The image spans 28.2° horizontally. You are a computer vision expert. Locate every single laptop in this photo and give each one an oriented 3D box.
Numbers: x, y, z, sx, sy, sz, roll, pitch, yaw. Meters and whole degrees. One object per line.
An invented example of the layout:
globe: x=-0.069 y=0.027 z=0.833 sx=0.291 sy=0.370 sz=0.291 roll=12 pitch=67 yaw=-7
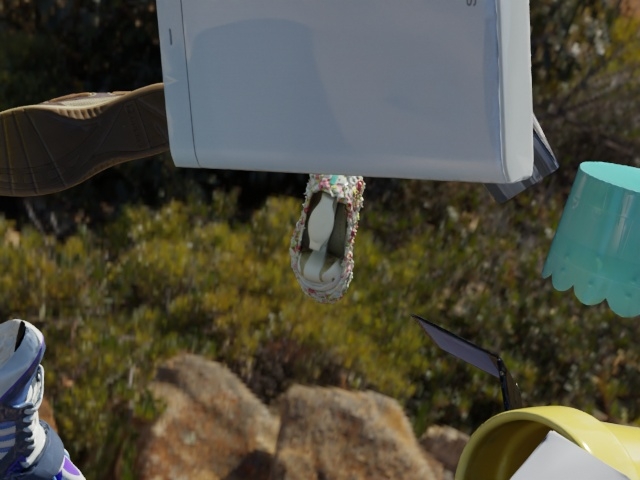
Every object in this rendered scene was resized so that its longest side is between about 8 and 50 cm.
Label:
laptop: x=0.249 y=0.259 z=2.053 sx=0.136 sy=0.234 sz=0.264 roll=-11 pitch=71 yaw=13

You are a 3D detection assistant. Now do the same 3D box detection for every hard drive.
hard drive: x=0.005 y=-0.169 z=1.022 sx=0.353 sy=0.233 sz=0.047 roll=5 pitch=14 yaw=40

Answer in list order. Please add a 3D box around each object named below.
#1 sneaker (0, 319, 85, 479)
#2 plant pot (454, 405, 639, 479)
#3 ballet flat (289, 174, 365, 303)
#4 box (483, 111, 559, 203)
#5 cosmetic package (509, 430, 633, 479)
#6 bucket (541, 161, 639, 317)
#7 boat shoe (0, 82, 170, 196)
sneaker: x=-0.404 y=0.258 z=1.774 sx=0.236 sy=0.323 sz=0.130 roll=32 pitch=33 yaw=-25
plant pot: x=0.343 y=0.333 z=1.649 sx=0.239 sy=0.254 sz=0.254 roll=-2 pitch=47 yaw=-40
ballet flat: x=0.000 y=0.000 z=1.566 sx=0.091 sy=0.241 sz=0.077 roll=14 pitch=40 yaw=11
box: x=0.125 y=-0.210 z=1.319 sx=0.076 sy=0.242 sz=0.307 roll=-33 pitch=28 yaw=15
cosmetic package: x=0.130 y=0.215 z=0.694 sx=0.060 sy=0.239 sz=0.099 roll=27 pitch=61 yaw=35
bucket: x=0.488 y=0.000 z=1.937 sx=0.281 sy=0.183 sz=0.281 roll=12 pitch=15 yaw=-3
boat shoe: x=-0.344 y=-0.147 z=1.775 sx=0.342 sy=0.123 sz=0.123 roll=-18 pitch=14 yaw=-12
